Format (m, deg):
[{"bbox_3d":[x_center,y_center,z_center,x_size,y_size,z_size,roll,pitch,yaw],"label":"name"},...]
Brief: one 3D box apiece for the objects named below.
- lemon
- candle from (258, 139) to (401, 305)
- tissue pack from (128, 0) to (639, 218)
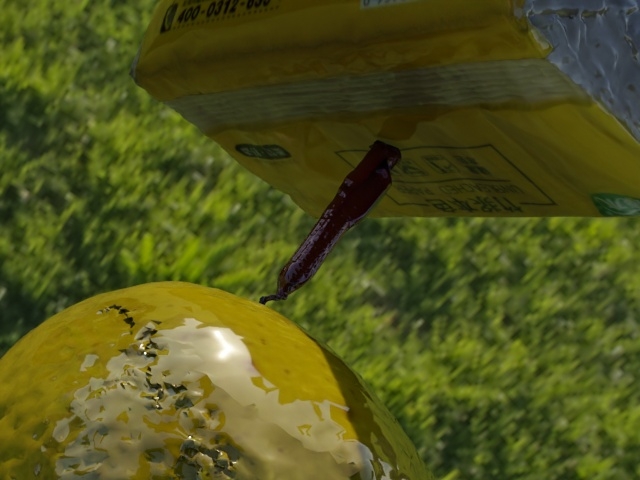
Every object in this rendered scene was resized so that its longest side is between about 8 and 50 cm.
[{"bbox_3d":[-0.065,0.151,0.816,0.258,0.258,0.310,10,28,-26],"label":"lemon"},{"bbox_3d":[0.001,0.000,0.969,0.026,0.021,0.167,38,54,0],"label":"candle"},{"bbox_3d":[0.102,-0.175,1.058,0.228,0.382,0.293,35,70,-34],"label":"tissue pack"}]
